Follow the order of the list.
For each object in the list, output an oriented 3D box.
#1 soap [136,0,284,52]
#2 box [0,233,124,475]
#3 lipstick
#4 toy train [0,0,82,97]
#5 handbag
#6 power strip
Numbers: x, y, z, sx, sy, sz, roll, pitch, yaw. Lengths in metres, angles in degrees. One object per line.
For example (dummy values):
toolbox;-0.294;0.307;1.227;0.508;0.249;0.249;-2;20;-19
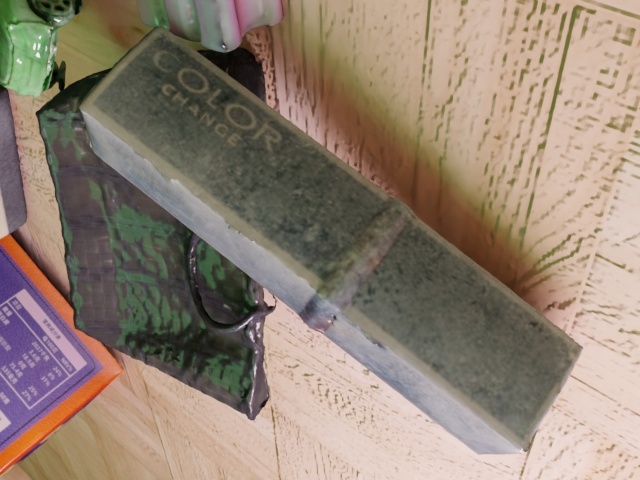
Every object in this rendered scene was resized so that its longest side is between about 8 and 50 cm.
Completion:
soap;-0.078;-0.183;0.397;0.100;0.056;0.149;24;140;32
box;-0.490;0.144;1.050;0.349;0.257;0.318;50;149;-1
lipstick;0.000;0.000;0.424;0.289;0.077;0.076;38;163;2
toy train;-0.203;-0.174;0.517;0.099;0.081;0.149;137;134;-55
handbag;-0.104;-0.008;0.557;0.175;0.088;0.271;16;119;31
power strip;-0.386;-0.104;0.844;0.105;0.070;0.257;42;146;12
